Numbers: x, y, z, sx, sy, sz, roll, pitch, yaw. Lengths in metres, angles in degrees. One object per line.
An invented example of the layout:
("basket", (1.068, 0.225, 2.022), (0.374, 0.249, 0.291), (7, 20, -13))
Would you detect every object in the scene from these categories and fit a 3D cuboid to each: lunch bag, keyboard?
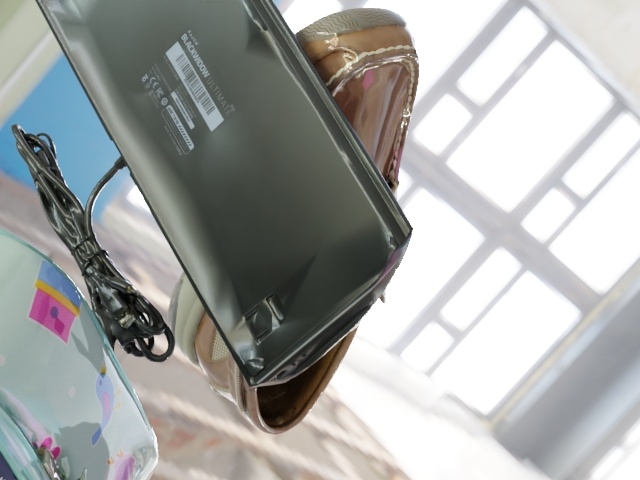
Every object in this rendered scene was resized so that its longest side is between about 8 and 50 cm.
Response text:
("lunch bag", (-0.226, 0.090, 0.733), (0.279, 0.108, 0.224), (4, 136, 20))
("keyboard", (-0.088, -0.058, 0.817), (0.033, 0.201, 0.317), (10, -136, -57))

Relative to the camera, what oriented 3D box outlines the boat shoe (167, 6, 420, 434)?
("boat shoe", (0.000, 0.000, 0.894), (0.123, 0.324, 0.116), (-17, -123, -28))
